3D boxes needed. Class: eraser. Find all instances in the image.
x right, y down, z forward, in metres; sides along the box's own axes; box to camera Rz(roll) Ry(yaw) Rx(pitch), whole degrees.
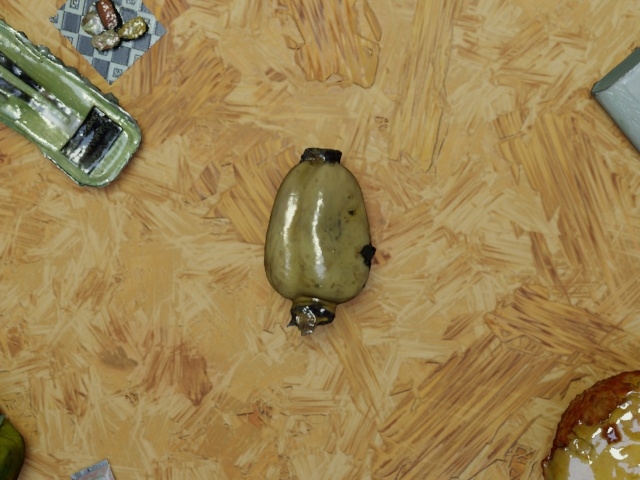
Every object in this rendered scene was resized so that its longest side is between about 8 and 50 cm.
[{"bbox_3d":[0.511,-0.175,0.984,0.174,0.081,0.227,-41,99,13],"label":"eraser"}]

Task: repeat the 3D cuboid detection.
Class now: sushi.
[{"bbox_3d":[-0.302,-0.304,1.001,0.120,0.026,0.126,-40,98,10],"label":"sushi"}]

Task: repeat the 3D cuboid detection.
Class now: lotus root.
[{"bbox_3d":[0.000,0.000,1.006,0.154,0.140,0.257,6,93,14],"label":"lotus root"}]

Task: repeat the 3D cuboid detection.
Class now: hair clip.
[{"bbox_3d":[-0.406,-0.208,0.997,0.321,0.091,0.138,37,93,-18],"label":"hair clip"}]

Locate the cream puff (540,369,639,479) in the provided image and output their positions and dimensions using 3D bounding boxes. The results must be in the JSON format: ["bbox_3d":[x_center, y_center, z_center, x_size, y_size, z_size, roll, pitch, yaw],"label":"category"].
[{"bbox_3d":[0.498,0.338,1.020,0.350,0.228,0.351,-2,81,14],"label":"cream puff"}]

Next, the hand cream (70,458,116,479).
[{"bbox_3d":[-0.334,0.462,1.166,0.067,0.043,0.210,-24,95,4],"label":"hand cream"}]

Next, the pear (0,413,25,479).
[{"bbox_3d":[-0.606,0.350,1.043,0.321,0.269,0.269,-29,101,-11],"label":"pear"}]
